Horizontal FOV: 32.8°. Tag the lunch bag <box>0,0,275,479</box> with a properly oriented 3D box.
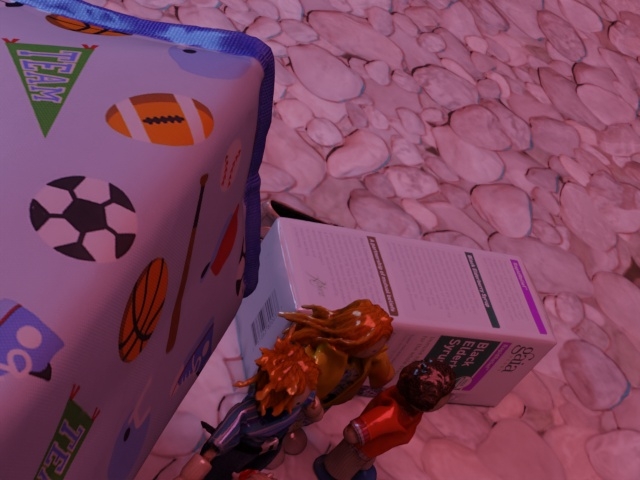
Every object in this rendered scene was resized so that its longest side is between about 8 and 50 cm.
[{"bbox_3d":[-0.261,0.010,0.578,0.385,0.239,0.328,17,40,10],"label":"lunch bag"}]

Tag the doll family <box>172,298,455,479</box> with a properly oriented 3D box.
[{"bbox_3d":[-0.024,0.116,0.694,0.118,0.163,0.263,47,41,15],"label":"doll family"}]

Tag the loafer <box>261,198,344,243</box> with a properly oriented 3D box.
[{"bbox_3d":[0.000,0.000,0.924,0.125,0.039,0.045,19,41,-17],"label":"loafer"}]

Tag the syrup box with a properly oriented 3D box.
[{"bbox_3d":[0.059,0.061,0.861,0.237,0.093,0.096,10,45,-27],"label":"syrup box"}]
